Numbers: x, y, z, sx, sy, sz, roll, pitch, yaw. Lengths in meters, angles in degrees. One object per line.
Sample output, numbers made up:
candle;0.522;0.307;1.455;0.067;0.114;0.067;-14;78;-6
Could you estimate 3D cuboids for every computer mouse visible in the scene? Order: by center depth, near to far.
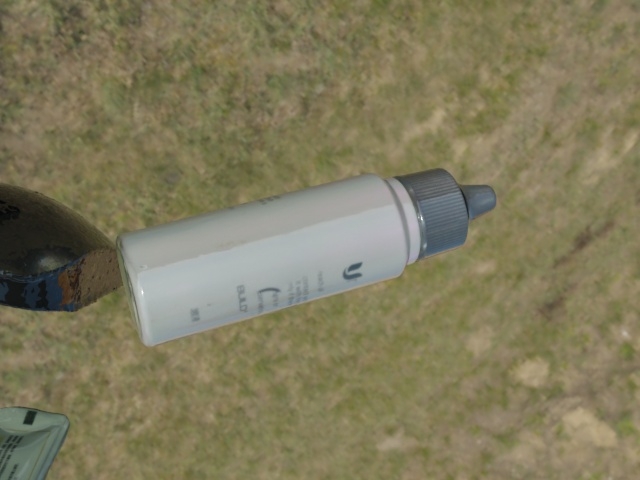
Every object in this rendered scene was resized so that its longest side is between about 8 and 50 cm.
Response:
computer mouse;-0.272;-0.007;0.898;0.295;0.168;0.087;-26;135;-81

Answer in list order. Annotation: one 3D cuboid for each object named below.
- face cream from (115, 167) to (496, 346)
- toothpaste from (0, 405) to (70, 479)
face cream;0.000;0.000;0.755;0.311;0.092;0.092;-16;146;-16
toothpaste;-0.246;0.209;0.691;0.067;0.255;0.037;7;121;-2
